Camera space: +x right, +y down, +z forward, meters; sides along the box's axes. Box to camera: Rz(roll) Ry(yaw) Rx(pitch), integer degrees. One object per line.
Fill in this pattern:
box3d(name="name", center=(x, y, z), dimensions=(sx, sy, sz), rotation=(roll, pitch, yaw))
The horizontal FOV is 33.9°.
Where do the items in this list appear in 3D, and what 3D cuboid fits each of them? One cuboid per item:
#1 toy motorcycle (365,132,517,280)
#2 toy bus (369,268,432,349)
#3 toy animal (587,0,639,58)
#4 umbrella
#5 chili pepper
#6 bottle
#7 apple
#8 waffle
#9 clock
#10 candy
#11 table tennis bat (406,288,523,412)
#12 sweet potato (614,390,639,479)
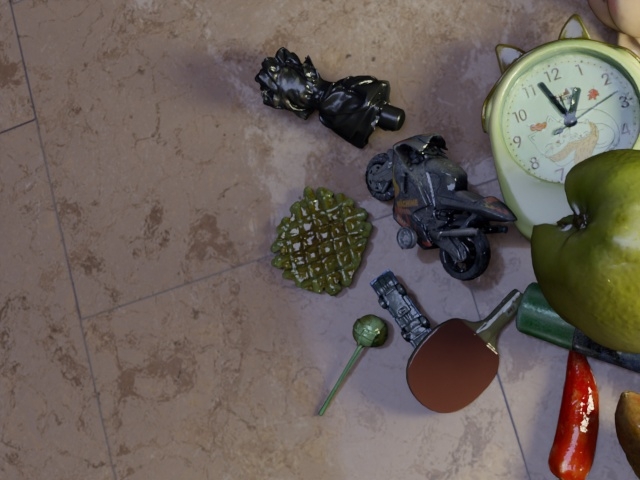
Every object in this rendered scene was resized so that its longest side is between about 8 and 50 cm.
box3d(name="toy motorcycle", center=(0.189, -0.073, 1.739), dimensions=(0.307, 0.108, 0.173), rotation=(46, 124, 33))
box3d(name="toy bus", center=(0.144, 0.122, 1.773), dimensions=(0.051, 0.061, 0.153), rotation=(-37, 72, 7))
box3d(name="toy animal", center=(0.582, -0.422, 1.655), dimensions=(0.326, 0.269, 0.237), rotation=(1, 81, -16))
box3d(name="umbrella", center=(0.019, -0.249, 1.850), dimensions=(0.272, 0.110, 0.122), rotation=(21, 88, 14))
box3d(name="chili pepper", center=(0.406, 0.302, 1.670), dimensions=(0.071, 0.063, 0.272), rotation=(9, 81, 5))
box3d(name="bottle", center=(0.474, 0.151, 1.641), dimensions=(0.330, 0.093, 0.093), rotation=(18, 87, 24))
box3d(name="apple", center=(0.445, 0.012, 1.505), dimensions=(0.292, 0.254, 0.292), rotation=(-37, 43, 43))
box3d(name="waffle", center=(0.000, 0.000, 1.848), dimensions=(0.169, 0.036, 0.184), rotation=(24, 88, 20))
box3d(name="clock", center=(0.412, -0.186, 1.713), dimensions=(0.286, 0.117, 0.349), rotation=(-20, 76, 13))
box3d(name="candy", center=(0.050, 0.217, 1.799), dimensions=(0.061, 0.061, 0.203), rotation=(33, 99, 18))
box3d(name="table tennis bat", center=(0.247, 0.177, 1.731), dimensions=(0.246, 0.022, 0.138), rotation=(-45, 103, -2))
box3d(name="sweet potato", center=(0.566, 0.390, 1.588), dimensions=(0.109, 0.109, 0.385), rotation=(-35, 86, 9))
